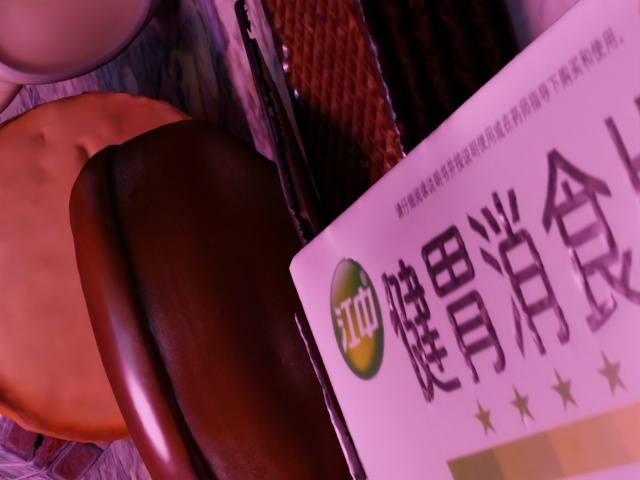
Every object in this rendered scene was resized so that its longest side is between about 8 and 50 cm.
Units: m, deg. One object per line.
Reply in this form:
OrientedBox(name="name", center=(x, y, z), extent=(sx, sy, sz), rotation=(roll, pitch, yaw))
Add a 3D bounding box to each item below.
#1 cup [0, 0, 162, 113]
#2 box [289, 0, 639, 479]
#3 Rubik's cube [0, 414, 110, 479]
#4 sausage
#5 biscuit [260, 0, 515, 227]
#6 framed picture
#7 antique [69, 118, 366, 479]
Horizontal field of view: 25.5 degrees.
OrientedBox(name="cup", center=(-0.242, -0.200, 0.995), extent=(0.173, 0.255, 0.202), rotation=(32, -156, -55))
OrientedBox(name="box", center=(0.119, 0.026, 0.415), extent=(0.173, 0.145, 0.333), rotation=(68, 159, 8))
OrientedBox(name="Rubik's cube", center=(-0.322, 0.106, 1.372), extent=(0.264, 0.319, 0.319), rotation=(-59, 46, 28))
OrientedBox(name="sausage", center=(-0.188, 0.017, 1.029), extent=(0.287, 0.233, 0.233), rotation=(-5, 101, 69))
OrientedBox(name="biscuit", center=(0.011, -0.154, 0.642), extent=(0.107, 0.073, 0.388), rotation=(-16, 92, 67))
OrientedBox(name="framed picture", center=(0.000, 0.000, 0.738), extent=(0.199, 0.010, 0.195), rotation=(-107, -3, -52))
OrientedBox(name="antique", center=(-0.051, 0.059, 0.813), extent=(0.223, 0.129, 0.278), rotation=(66, -175, -72))
